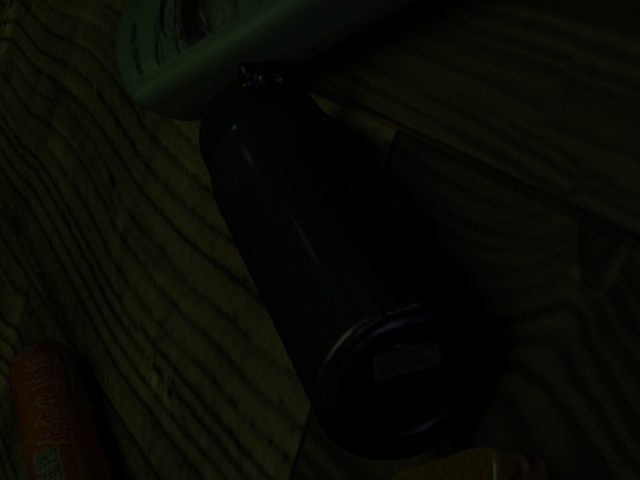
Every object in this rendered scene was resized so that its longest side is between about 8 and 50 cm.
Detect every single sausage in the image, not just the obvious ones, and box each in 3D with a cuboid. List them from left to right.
[{"bbox_3d":[-0.153,0.155,0.954,0.053,0.053,0.348,-68,26,20],"label":"sausage"}]

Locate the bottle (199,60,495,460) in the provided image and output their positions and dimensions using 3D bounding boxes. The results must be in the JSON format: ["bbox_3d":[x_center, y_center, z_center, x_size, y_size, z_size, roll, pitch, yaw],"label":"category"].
[{"bbox_3d":[0.000,0.000,0.674,0.244,0.072,0.082,-119,30,-56],"label":"bottle"}]

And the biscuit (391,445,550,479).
[{"bbox_3d":[0.031,0.171,0.560,0.212,0.041,0.239,-107,37,-58],"label":"biscuit"}]

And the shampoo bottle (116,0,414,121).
[{"bbox_3d":[-0.003,-0.157,0.752,0.359,0.078,0.134,-17,57,63],"label":"shampoo bottle"}]
